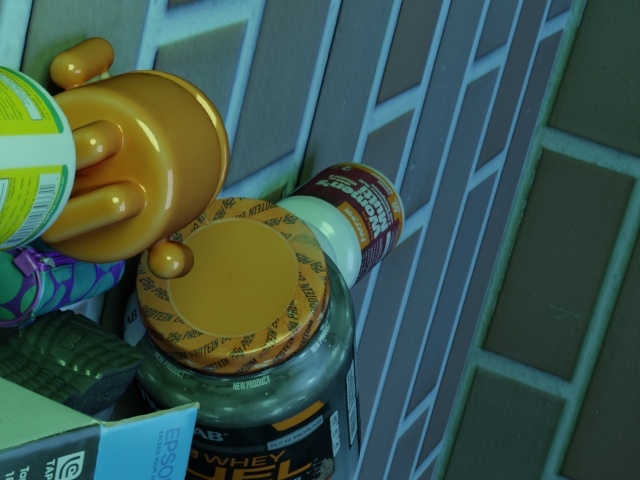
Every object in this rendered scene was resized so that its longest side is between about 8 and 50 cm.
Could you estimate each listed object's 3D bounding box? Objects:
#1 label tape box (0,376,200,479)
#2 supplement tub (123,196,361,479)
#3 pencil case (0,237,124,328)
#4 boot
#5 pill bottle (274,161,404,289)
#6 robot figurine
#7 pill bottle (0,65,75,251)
[{"bbox_3d":[-0.250,0.203,0.964,0.333,0.106,0.241,-11,124,-41],"label":"label tape box"},{"bbox_3d":[-0.068,0.121,1.527,0.338,0.207,0.207,84,30,-56],"label":"supplement tub"},{"bbox_3d":[-0.199,0.021,1.216,0.064,0.070,0.151,66,20,0],"label":"pencil case"},{"bbox_3d":[-0.255,0.178,1.162,0.223,0.118,0.338,-63,158,12],"label":"boot"},{"bbox_3d":[0.000,0.000,1.764,0.221,0.121,0.121,-39,146,-62],"label":"pill bottle"},{"bbox_3d":[-0.141,-0.054,1.199,0.128,0.158,0.219,-59,173,19],"label":"robot figurine"},{"bbox_3d":[-0.233,-0.043,0.932,0.208,0.117,0.118,-16,124,-71],"label":"pill bottle"}]
